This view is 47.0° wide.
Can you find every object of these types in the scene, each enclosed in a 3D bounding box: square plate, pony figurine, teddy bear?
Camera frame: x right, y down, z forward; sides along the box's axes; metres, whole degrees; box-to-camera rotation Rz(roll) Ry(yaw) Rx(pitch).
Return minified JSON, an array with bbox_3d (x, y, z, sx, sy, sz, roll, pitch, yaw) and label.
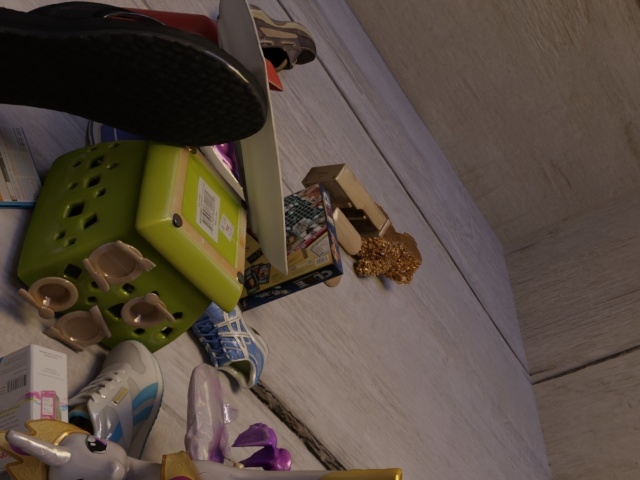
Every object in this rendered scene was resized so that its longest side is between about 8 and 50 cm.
[{"bbox_3d":[-0.108,-0.177,1.110,0.344,0.049,0.347,-108,-169,-52],"label":"square plate"},{"bbox_3d":[-0.101,0.261,0.742,0.351,0.363,0.303,72,29,-64],"label":"pony figurine"},{"bbox_3d":[0.126,-0.003,1.931,0.338,0.113,0.245,18,43,-50],"label":"teddy bear"}]

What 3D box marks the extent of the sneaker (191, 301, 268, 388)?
[{"bbox_3d":[-0.152,0.151,1.169,0.211,0.080,0.081,50,24,-30],"label":"sneaker"}]

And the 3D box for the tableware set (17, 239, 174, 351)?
[{"bbox_3d":[-0.266,0.072,0.884,0.020,0.168,0.141,-107,174,-47],"label":"tableware set"}]

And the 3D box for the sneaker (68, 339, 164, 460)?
[{"bbox_3d":[-0.254,0.203,0.878,0.092,0.087,0.229,57,23,-36],"label":"sneaker"}]

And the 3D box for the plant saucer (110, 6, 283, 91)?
[{"bbox_3d":[-0.227,-0.348,1.326,0.259,0.258,0.048,22,85,-59],"label":"plant saucer"}]

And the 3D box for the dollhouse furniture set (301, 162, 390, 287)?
[{"bbox_3d":[0.000,0.000,1.380,0.161,0.212,0.242,51,58,-30],"label":"dollhouse furniture set"}]

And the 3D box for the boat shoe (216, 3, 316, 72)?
[{"bbox_3d":[-0.126,-0.479,1.850,0.355,0.132,0.130,-1,77,-56],"label":"boat shoe"}]

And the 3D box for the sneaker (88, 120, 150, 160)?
[{"bbox_3d":[-0.251,-0.230,1.215,0.127,0.182,0.315,50,26,-26],"label":"sneaker"}]

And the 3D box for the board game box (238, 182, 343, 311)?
[{"bbox_3d":[-0.090,0.020,1.224,0.042,0.243,0.165,46,28,-51],"label":"board game box"}]

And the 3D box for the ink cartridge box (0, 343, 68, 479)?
[{"bbox_3d":[-0.314,0.184,0.770,0.052,0.088,0.122,37,35,-53],"label":"ink cartridge box"}]

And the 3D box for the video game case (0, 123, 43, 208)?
[{"bbox_3d":[-0.423,-0.096,0.920,0.166,0.015,0.119,-4,71,-66],"label":"video game case"}]

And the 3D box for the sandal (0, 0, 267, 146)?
[{"bbox_3d":[-0.277,-0.225,0.880,0.167,0.445,0.107,108,-9,-55],"label":"sandal"}]

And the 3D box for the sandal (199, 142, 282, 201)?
[{"bbox_3d":[-0.128,-0.140,1.491,0.416,0.102,0.169,61,23,-10],"label":"sandal"}]

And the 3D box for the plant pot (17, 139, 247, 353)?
[{"bbox_3d":[-0.227,-0.007,0.986,0.227,0.207,0.228,51,27,-41],"label":"plant pot"}]
